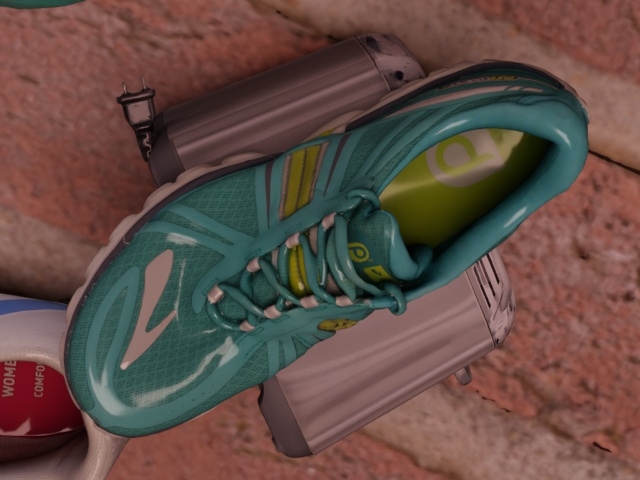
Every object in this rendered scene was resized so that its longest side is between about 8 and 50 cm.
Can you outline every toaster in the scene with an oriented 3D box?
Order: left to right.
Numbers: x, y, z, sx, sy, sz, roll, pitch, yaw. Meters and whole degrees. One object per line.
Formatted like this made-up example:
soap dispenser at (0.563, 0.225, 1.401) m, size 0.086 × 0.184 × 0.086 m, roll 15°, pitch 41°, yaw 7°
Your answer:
toaster at (0.004, -0.010, 1.017) m, size 0.146 × 0.129 × 0.227 m, roll -24°, pitch 107°, yaw -1°

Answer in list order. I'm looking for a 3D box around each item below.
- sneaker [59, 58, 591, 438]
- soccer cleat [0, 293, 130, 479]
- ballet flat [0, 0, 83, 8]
sneaker at (0.000, 0.000, 0.896) m, size 0.275 × 0.110 × 0.107 m, roll -32°, pitch 105°, yaw -1°
soccer cleat at (-0.257, 0.076, 1.010) m, size 0.331 × 0.143 × 0.116 m, roll 2°, pitch 110°, yaw -6°
ballet flat at (-0.212, -0.165, 0.956) m, size 0.247 × 0.087 × 0.083 m, roll 18°, pitch 107°, yaw -13°
